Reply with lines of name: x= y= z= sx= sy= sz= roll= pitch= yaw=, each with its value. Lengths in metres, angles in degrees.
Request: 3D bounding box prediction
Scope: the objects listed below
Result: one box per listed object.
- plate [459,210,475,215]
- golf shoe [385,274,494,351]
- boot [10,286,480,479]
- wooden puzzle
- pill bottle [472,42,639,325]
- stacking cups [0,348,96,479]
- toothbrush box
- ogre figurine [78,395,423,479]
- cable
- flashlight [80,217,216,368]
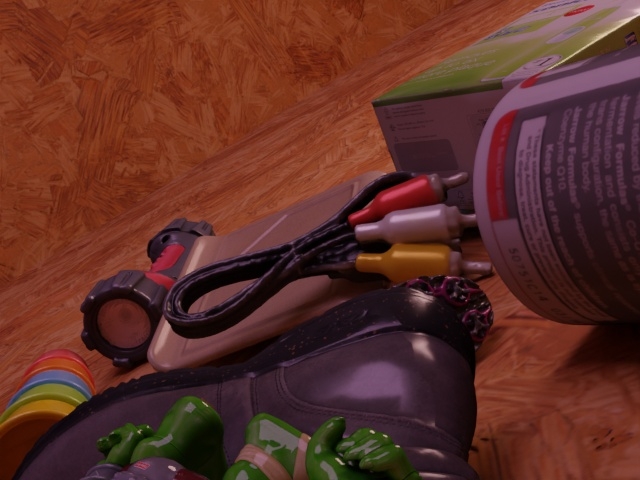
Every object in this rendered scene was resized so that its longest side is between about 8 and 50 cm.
plate: x=0.134 y=-0.037 z=1.004 sx=0.188 sy=0.024 sz=0.188 roll=-26 pitch=14 yaw=7
golf shoe: x=0.032 y=0.079 z=0.675 sx=0.186 sy=0.067 sz=0.086 roll=-25 pitch=-8 yaw=-20
boot: x=-0.065 y=0.160 z=0.502 sx=0.338 sy=0.118 sz=0.223 roll=-32 pitch=21 yaw=20
wooden puzzle: x=-0.040 y=0.033 z=0.986 sx=0.238 sy=0.044 sz=0.221 roll=-18 pitch=30 yaw=22
pill bottle: x=0.230 y=-0.038 z=0.511 sx=0.161 sy=0.161 sz=0.283 roll=-37 pitch=16 yaw=-31
stacking cups: x=-0.243 y=0.167 z=0.903 sx=0.096 sy=0.096 sz=0.316 roll=-30 pitch=8 yaw=-9
toothbrush box: x=0.225 y=-0.140 z=0.924 sx=0.283 sy=0.122 sz=0.206 roll=-31 pitch=19 yaw=-32
ogre figurine: x=-0.062 y=0.117 z=0.380 sx=0.197 sy=0.097 sz=0.118 roll=13 pitch=43 yaw=39
cable: x=0.000 y=0.000 z=0.854 sx=0.287 sy=0.072 sz=0.139 roll=-9 pitch=53 yaw=2
flashlight: x=-0.200 y=0.047 z=1.201 sx=0.103 sy=0.103 sz=0.304 roll=-28 pitch=14 yaw=13
